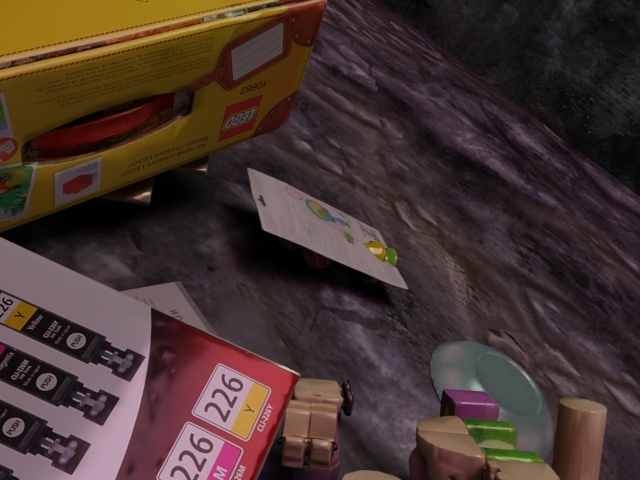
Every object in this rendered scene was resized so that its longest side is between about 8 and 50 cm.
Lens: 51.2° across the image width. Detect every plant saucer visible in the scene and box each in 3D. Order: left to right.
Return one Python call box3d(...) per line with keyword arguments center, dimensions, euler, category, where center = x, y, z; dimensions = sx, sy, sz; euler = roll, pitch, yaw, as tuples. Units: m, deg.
box3d(center=(0.233, 0.195, 0.865), dimensions=(0.195, 0.037, 0.195), euler=(23, 32, -16), category="plant saucer")

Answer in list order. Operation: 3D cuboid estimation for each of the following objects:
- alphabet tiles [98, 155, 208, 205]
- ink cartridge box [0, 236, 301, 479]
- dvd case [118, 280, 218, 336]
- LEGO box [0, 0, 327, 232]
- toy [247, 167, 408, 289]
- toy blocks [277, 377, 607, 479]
box3d(center=(-0.297, -0.170, 0.790), dimensions=(0.342, 0.011, 0.285), euler=(9, 52, -13), category="alphabet tiles")
box3d(center=(-0.197, 0.159, 0.309), dimensions=(0.272, 0.130, 0.309), euler=(23, 51, 2), category="ink cartridge box")
box3d(center=(-0.182, 0.123, 0.592), dimensions=(0.238, 0.029, 0.179), euler=(-8, 50, -48), category="dvd case")
box3d(center=(-0.308, -0.229, 0.679), dimensions=(0.500, 0.193, 0.372), euler=(-28, 65, -37), category="LEGO box")
box3d(center=(0.000, 0.000, 0.903), dimensions=(0.237, 0.056, 0.137), euler=(20, 30, -30), category="toy")
box3d(center=(0.111, 0.274, 0.512), dimensions=(0.309, 0.260, 0.288), euler=(5, 5, -2), category="toy blocks")
